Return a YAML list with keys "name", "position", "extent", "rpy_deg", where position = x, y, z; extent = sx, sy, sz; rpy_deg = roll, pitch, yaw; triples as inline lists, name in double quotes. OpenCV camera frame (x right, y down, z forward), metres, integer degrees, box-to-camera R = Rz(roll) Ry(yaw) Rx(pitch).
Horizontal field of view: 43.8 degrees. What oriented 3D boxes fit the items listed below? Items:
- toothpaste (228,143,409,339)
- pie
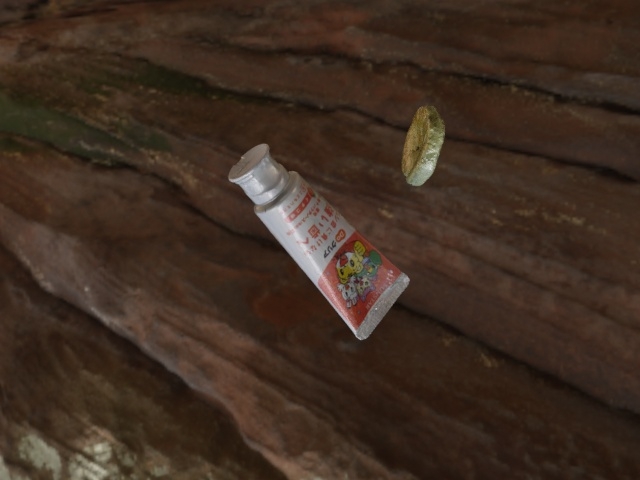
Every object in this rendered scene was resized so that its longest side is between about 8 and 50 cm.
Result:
- name: "toothpaste"
  position: [0.000, 0.000, 0.824]
  extent: [0.089, 0.234, 0.057]
  rpy_deg: [-50, -152, -15]
- name: "pie"
  position: [0.101, -0.094, 0.784]
  extent: [0.020, 0.084, 0.084]
  rpy_deg: [12, -164, -12]
